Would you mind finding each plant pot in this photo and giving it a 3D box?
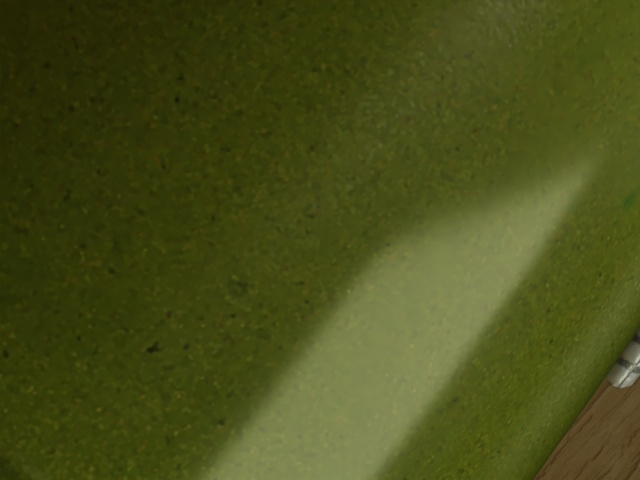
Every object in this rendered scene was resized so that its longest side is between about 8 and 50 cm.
[{"bbox_3d":[-0.023,-0.052,0.581,0.353,0.366,0.366,-43,163,3],"label":"plant pot"}]

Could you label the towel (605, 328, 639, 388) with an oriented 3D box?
[{"bbox_3d":[0.146,-0.077,1.108,0.235,0.283,0.121,-50,142,13],"label":"towel"}]
